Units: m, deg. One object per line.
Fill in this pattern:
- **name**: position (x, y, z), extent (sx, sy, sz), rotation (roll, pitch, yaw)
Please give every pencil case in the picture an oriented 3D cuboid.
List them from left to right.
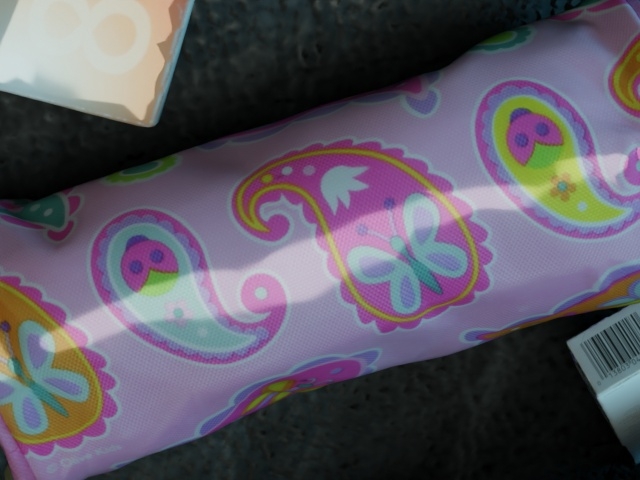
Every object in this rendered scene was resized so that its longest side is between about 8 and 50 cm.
- **pencil case**: position (0.000, 0.000, 0.634), extent (0.284, 0.124, 0.124), rotation (-18, 112, 0)

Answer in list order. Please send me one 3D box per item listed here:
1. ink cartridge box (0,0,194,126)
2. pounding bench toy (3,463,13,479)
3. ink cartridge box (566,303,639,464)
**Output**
- **ink cartridge box**: position (-0.125, -0.132, 0.604), extent (0.179, 0.045, 0.145), rotation (13, 108, -15)
- **pounding bench toy**: position (-0.157, 0.118, 0.689), extent (0.083, 0.052, 0.065), rotation (5, 110, -10)
- **ink cartridge box**: position (0.142, 0.054, 0.702), extent (0.063, 0.029, 0.115), rotation (-30, 154, 4)
